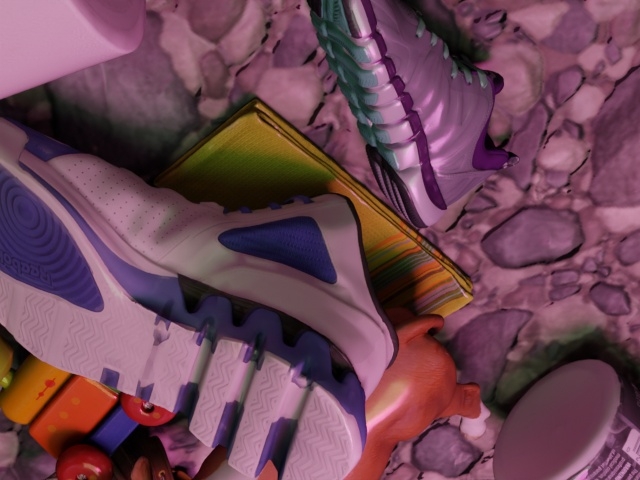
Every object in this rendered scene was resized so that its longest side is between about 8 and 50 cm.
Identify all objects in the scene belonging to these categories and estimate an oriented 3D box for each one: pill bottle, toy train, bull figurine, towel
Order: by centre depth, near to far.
[{"bbox_3d":[0.000,0.000,1.057,0.102,0.021,0.237,-37,123,22],"label":"towel"},{"bbox_3d":[-0.017,0.167,1.084,0.310,0.101,0.188,-37,152,8],"label":"bull figurine"},{"bbox_3d":[-0.210,0.118,1.087,0.143,0.105,0.248,34,119,-17],"label":"toy train"},{"bbox_3d":[0.261,0.212,1.166,0.246,0.130,0.130,40,116,-21],"label":"pill bottle"}]

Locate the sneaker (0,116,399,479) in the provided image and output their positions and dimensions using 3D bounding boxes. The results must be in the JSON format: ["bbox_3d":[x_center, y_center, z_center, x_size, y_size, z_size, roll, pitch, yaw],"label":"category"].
[{"bbox_3d":[-0.077,0.024,0.988,0.315,0.182,0.127,33,127,10],"label":"sneaker"}]

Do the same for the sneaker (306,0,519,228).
[{"bbox_3d":[0.062,-0.114,0.950,0.098,0.083,0.223,-30,133,-8],"label":"sneaker"}]

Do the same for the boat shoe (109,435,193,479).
[{"bbox_3d":[-0.120,0.220,1.196,0.060,0.064,0.178,-36,137,-10],"label":"boat shoe"}]

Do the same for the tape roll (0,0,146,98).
[{"bbox_3d":[-0.211,-0.183,0.743,0.169,0.246,0.246,-18,129,10],"label":"tape roll"}]
